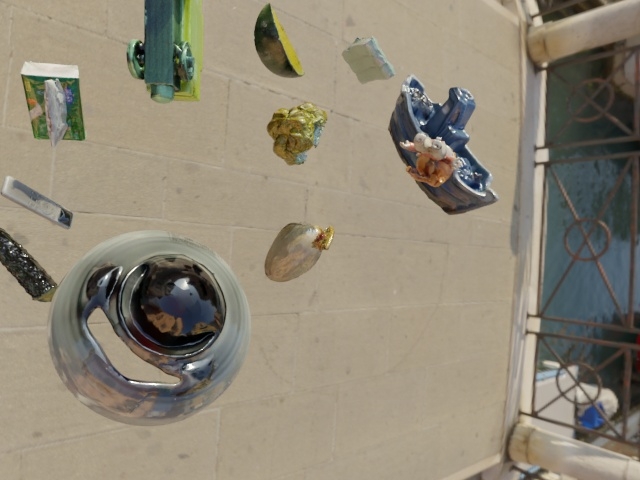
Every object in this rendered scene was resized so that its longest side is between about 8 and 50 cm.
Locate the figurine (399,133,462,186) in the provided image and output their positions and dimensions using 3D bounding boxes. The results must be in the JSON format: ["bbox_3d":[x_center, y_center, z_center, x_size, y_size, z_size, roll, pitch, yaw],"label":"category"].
[{"bbox_3d":[0.107,-0.080,0.460,0.047,0.064,0.109,-65,162,7],"label":"figurine"}]

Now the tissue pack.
[{"bbox_3d":[-0.789,-0.399,1.405,0.147,0.156,0.209,-4,130,-23],"label":"tissue pack"}]

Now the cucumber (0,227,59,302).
[{"bbox_3d":[-0.850,0.060,1.330,0.072,0.303,0.081,-47,166,-6],"label":"cucumber"}]

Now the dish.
[{"bbox_3d":[-0.199,0.091,0.622,0.273,0.134,0.274,17,56,-27],"label":"dish"}]

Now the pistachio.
[{"bbox_3d":[-0.077,0.032,1.396,0.144,0.144,0.215,26,117,-37],"label":"pistachio"}]

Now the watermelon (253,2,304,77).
[{"bbox_3d":[-0.087,-0.439,1.083,0.092,0.075,0.182,-46,134,-19],"label":"watermelon"}]

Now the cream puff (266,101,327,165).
[{"bbox_3d":[-0.056,-0.257,1.086,0.121,0.156,0.156,34,66,0],"label":"cream puff"}]

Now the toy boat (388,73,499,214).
[{"bbox_3d":[0.210,-0.176,0.797,0.129,0.142,0.309,3,52,-34],"label":"toy boat"}]

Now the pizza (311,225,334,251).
[{"bbox_3d":[0.000,-0.001,1.202,0.025,0.078,0.083,44,35,-29],"label":"pizza"}]

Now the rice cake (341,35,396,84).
[{"bbox_3d":[0.127,-0.491,1.290,0.043,0.237,0.127,-42,112,0],"label":"rice cake"}]

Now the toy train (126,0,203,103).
[{"bbox_3d":[-0.425,-0.604,1.342,0.179,0.272,0.443,3,95,0],"label":"toy train"}]

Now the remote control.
[{"bbox_3d":[-0.874,-0.112,1.475,0.261,0.029,0.067,53,34,-61],"label":"remote control"}]
